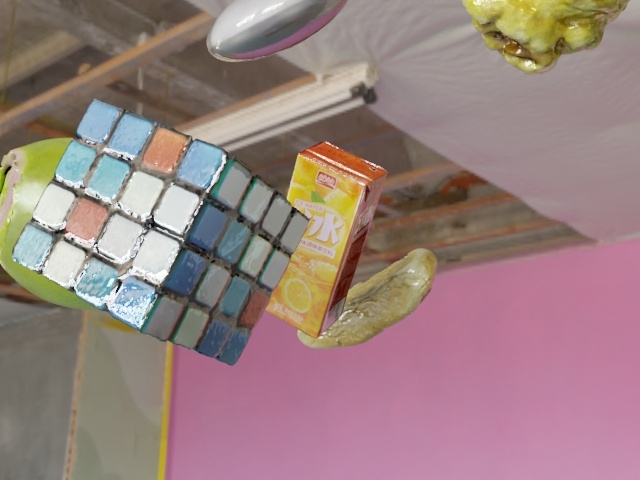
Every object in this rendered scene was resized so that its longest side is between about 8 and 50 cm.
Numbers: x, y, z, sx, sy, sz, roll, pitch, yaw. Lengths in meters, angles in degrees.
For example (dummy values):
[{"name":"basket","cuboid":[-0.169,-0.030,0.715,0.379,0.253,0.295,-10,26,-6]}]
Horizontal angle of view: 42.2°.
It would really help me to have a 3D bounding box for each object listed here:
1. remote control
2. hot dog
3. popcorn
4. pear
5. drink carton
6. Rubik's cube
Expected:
[{"name":"remote control","cuboid":[-0.066,-0.335,1.234,0.221,0.104,0.332,-29,13,-3]},{"name":"hot dog","cuboid":[0.073,0.096,1.180,0.242,0.073,0.084,-33,2,30]},{"name":"popcorn","cuboid":[0.258,-0.307,0.967,0.203,0.200,0.226,-25,17,-1]},{"name":"pear","cuboid":[-0.232,-0.012,0.882,0.219,0.188,0.187,16,-22,-34]},{"name":"drink carton","cuboid":[0.000,0.000,1.027,0.096,0.223,0.071,27,31,18]},{"name":"Rubik's cube","cuboid":[-0.127,-0.003,0.692,0.154,0.151,0.155,22,-9,28]}]
